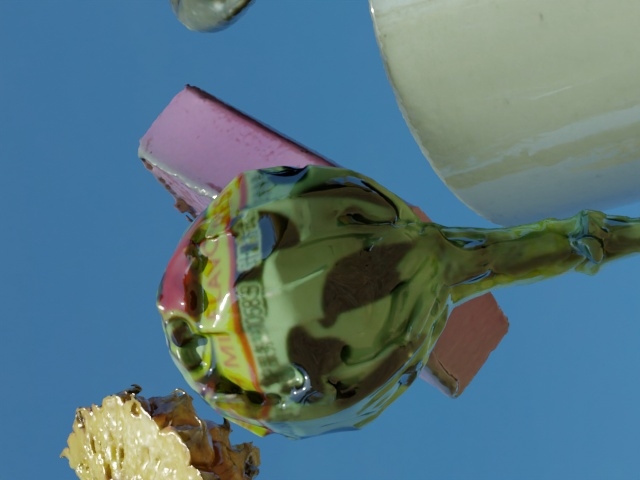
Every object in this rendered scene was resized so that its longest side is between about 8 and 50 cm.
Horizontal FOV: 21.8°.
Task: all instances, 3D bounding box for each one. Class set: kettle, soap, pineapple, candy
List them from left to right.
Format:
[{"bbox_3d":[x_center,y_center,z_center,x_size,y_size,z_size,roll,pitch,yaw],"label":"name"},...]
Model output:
[{"bbox_3d":[-0.104,0.189,1.479,0.164,0.250,0.139,-11,-60,-31],"label":"pineapple"},{"bbox_3d":[0.001,-0.002,1.220,0.081,0.259,0.181,-53,-43,-8],"label":"soap"},{"bbox_3d":[0.098,0.007,0.552,0.305,0.083,0.091,-7,-100,3],"label":"candy"},{"bbox_3d":[0.272,-0.127,0.876,0.361,0.377,0.250,47,-134,-35],"label":"kettle"}]

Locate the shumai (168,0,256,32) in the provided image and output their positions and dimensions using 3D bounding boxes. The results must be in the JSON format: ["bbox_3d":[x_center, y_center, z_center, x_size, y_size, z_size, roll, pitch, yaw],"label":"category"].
[{"bbox_3d":[-0.128,-0.377,1.247,0.323,0.397,0.324,18,-146,-16],"label":"shumai"}]
